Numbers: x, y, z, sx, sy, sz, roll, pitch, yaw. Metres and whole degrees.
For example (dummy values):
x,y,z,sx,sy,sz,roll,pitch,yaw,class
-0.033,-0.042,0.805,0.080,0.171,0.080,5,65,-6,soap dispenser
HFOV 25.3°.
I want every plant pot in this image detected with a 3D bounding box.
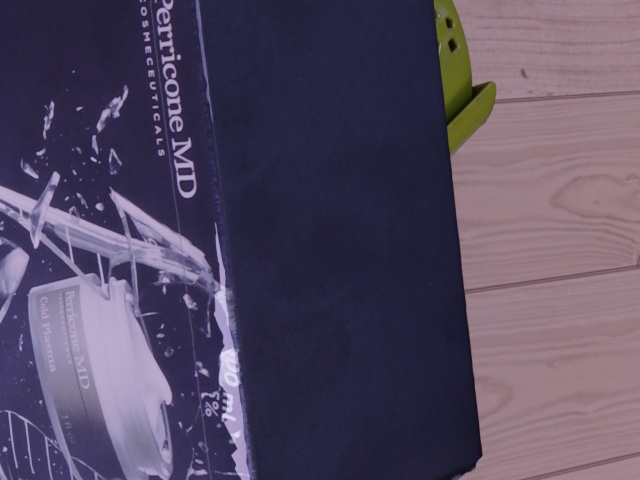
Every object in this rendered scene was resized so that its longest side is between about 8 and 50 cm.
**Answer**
x,y,z,sx,sy,sz,roll,pitch,yaw,class
0.057,-0.169,1.702,0.227,0.228,0.207,-46,108,-30,plant pot

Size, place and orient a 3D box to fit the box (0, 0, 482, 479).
x,y,z,sx,sy,sz,roll,pitch,yaw,class
-0.138,-0.008,1.315,0.297,0.472,0.480,-15,101,-46,box
